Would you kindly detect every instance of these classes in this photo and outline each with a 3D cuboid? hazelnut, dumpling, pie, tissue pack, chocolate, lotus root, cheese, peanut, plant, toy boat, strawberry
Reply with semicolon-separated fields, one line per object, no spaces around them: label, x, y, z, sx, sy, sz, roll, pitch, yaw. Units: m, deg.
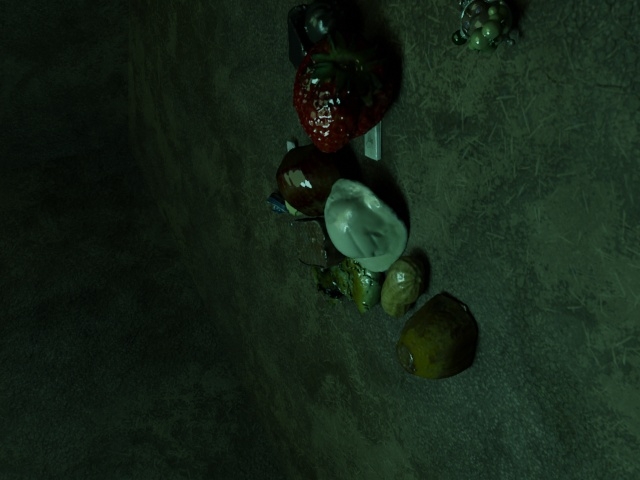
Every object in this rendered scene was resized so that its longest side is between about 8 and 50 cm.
hazelnut;-0.024;-0.170;1.855;0.234;0.218;0.218;-21;88;65
dumpling;0.135;-0.042;1.745;0.226;0.243;0.175;-2;64;36
pie;0.066;0.079;2.000;0.371;0.078;0.297;2;105;61
tissue pack;0.138;-0.270;1.698;0.056;0.023;0.108;34;136;50
chocolate;0.000;0.000;1.896;0.214;0.093;0.149;7;111;62
lotus root;0.267;0.251;1.621;0.199;0.179;0.188;35;139;50
cheese;-0.084;-0.203;2.134;0.127;0.050;0.256;30;132;53
peanut;0.218;0.129;1.719;0.108;0.095;0.226;59;152;30
plant;-0.007;-0.531;1.681;0.165;0.141;0.256;68;157;9
toy boat;-0.151;-0.127;2.297;0.137;0.060;0.061;33;113;46
strawberry;0.047;-0.354;1.589;0.239;0.250;0.288;62;169;17

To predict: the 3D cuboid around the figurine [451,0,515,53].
figurine;0.294;-0.437;1.218;0.197;0.093;0.147;60;141;23
